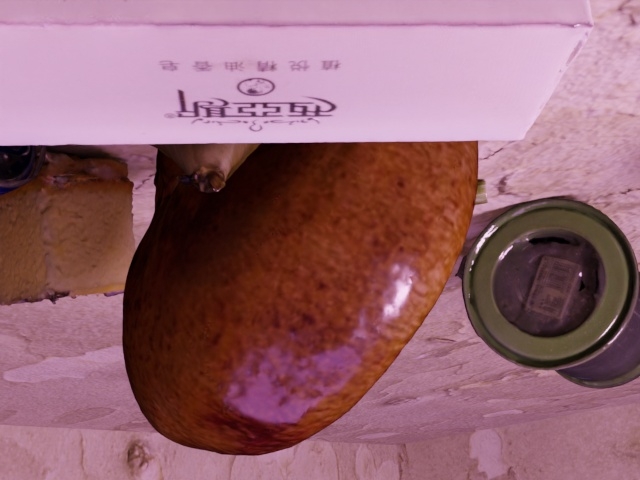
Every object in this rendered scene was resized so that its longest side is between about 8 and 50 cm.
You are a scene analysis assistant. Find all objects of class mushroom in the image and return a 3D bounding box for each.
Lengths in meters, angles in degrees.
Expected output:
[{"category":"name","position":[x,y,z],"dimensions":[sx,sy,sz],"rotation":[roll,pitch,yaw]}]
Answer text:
[{"category":"mushroom","position":[0.000,0.000,0.738],"dimensions":[0.260,0.345,0.345],"rotation":[27,148,-29]}]

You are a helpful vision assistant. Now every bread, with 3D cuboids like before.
[{"category":"bread","position":[-0.264,-0.011,0.944],"dimensions":[0.152,0.147,0.127],"rotation":[-7,174,33]}]

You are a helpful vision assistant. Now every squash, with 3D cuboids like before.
[{"category":"squash","position":[0.142,-0.049,1.052],"dimensions":[0.083,0.027,0.027],"rotation":[-7,161,11]}]

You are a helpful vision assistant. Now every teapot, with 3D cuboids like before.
[{"category":"teapot","position":[0.307,0.079,1.236],"dimensions":[0.270,0.200,0.337],"rotation":[17,174,31]}]

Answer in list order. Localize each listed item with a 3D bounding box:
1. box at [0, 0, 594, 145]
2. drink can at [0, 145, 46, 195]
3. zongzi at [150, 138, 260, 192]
[{"category":"box","position":[-0.035,-0.156,0.440],"dimensions":[0.274,0.203,0.116],"rotation":[-2,160,-4]},{"category":"drink can","position":[-0.354,-0.061,0.846],"dimensions":[0.235,0.097,0.097],"rotation":[-15,158,34]},{"category":"zongzi","position":[-0.118,-0.088,0.576],"dimensions":[0.228,0.256,0.115],"rotation":[-6,128,20]}]
